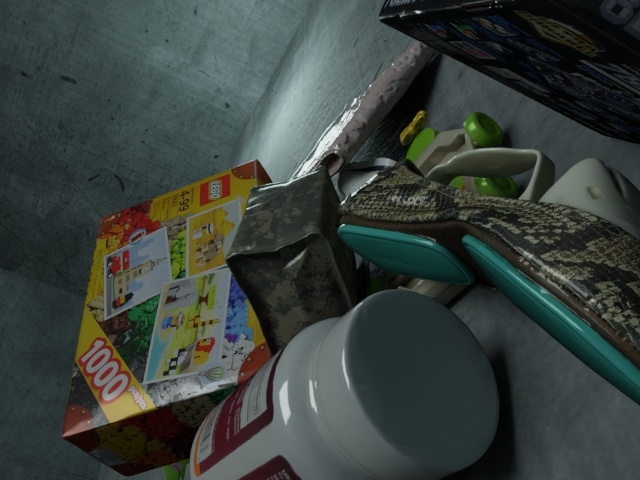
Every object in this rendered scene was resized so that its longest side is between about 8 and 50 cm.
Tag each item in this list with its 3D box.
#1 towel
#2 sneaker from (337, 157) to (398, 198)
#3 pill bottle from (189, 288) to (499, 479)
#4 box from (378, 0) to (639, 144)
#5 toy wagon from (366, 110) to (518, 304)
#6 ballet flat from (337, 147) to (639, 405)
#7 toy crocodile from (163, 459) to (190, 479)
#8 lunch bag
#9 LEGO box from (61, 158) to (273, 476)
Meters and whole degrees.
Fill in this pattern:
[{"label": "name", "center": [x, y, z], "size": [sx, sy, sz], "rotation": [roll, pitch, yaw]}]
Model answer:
[{"label": "towel", "center": [0.066, -0.233, 1.257], "size": [0.331, 0.053, 0.317], "rotation": [-54, 11, -24]}, {"label": "sneaker", "center": [0.084, -0.090, 1.156], "size": [0.235, 0.090, 0.094], "rotation": [179, 103, -71]}, {"label": "pill bottle", "center": [0.010, 0.227, 0.757], "size": [0.392, 0.224, 0.224], "rotation": [-46, 27, 46]}, {"label": "box", "center": [0.223, -0.143, 0.494], "size": [0.073, 0.296, 0.293], "rotation": [-66, 17, 10]}, {"label": "toy wagon", "center": [0.165, -0.061, 0.918], "size": [0.267, 0.068, 0.344], "rotation": [-50, 24, 40]}, {"label": "ballet flat", "center": [0.184, -0.011, 0.617], "size": [0.182, 0.164, 0.483], "rotation": [-51, 30, -6]}, {"label": "toy crocodile", "center": [-0.297, 0.359, 1.327], "size": [0.115, 0.105, 0.340], "rotation": [-153, 72, -77]}, {"label": "lunch bag", "center": [-0.010, 0.068, 0.986], "size": [0.169, 0.286, 0.235], "rotation": [-15, 27, 12]}, {"label": "LEGO box", "center": [-0.233, 0.130, 1.184], "size": [0.373, 0.193, 0.500], "rotation": [-20, 46, 10]}]
